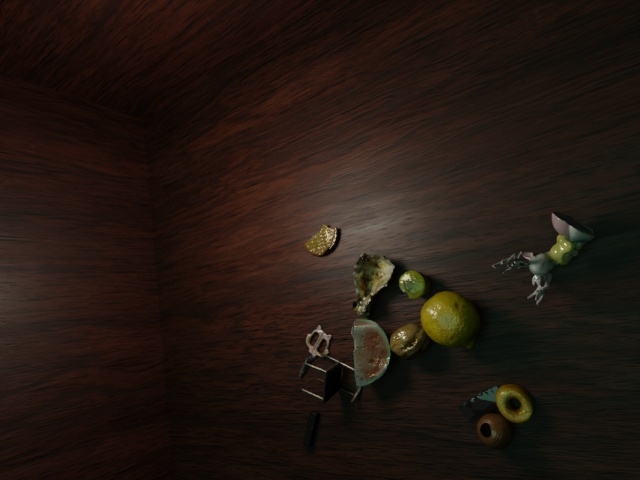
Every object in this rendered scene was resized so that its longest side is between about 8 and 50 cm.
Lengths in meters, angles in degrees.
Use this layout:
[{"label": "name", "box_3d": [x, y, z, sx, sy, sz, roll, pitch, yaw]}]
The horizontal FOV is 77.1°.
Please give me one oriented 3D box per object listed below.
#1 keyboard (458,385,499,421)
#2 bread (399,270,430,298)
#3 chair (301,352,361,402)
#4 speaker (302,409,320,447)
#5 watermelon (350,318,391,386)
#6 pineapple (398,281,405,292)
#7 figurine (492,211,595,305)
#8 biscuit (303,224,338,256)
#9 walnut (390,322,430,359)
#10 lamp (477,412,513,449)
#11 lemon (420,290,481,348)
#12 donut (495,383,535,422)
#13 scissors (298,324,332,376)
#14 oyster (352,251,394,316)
[{"label": "keyboard", "box_3d": [0.685, 0.692, 1.700, 0.196, 0.015, 0.074, -43, 69, 25]}, {"label": "bread", "box_3d": [0.440, 0.199, 1.841, 0.111, 0.114, 0.129, -36, 67, 26]}, {"label": "chair", "box_3d": [0.058, 0.705, 2.028, 0.272, 0.166, 0.188, 10, 103, 32]}, {"label": "speaker", "box_3d": [-0.050, 1.015, 2.164, 0.046, 0.040, 0.191, 16, 96, 36]}, {"label": "watermelon", "box_3d": [0.225, 0.537, 1.924, 0.224, 0.180, 0.305, 4, 98, 61]}, {"label": "pineapple", "box_3d": [0.397, 0.208, 1.930, 0.045, 0.019, 0.083, 11, 92, 29]}, {"label": "figurine", "box_3d": [0.831, 0.058, 1.502, 0.206, 0.284, 0.315, 41, 120, 31]}, {"label": "biscuit", "box_3d": [0.001, 0.000, 2.209, 0.229, 0.031, 0.176, 0, 86, 36]}, {"label": "walnut", "box_3d": [0.410, 0.454, 1.826, 0.184, 0.155, 0.155, -43, 64, 25]}, {"label": "lamp", "box_3d": [0.701, 0.766, 1.613, 0.136, 0.136, 0.136, -3, 85, 34]}, {"label": "lemon", "box_3d": [0.553, 0.337, 1.690, 0.254, 0.228, 0.228, 34, 106, 24]}, {"label": "donut", "box_3d": [0.776, 0.655, 1.606, 0.152, 0.058, 0.151, -3, 84, 26]}, {"label": "scissors", "box_3d": [-0.045, 0.619, 2.199, 0.160, 0.024, 0.317, 37, 107, 29]}, {"label": "oyster", "box_3d": [0.247, 0.224, 1.963, 0.198, 0.133, 0.336, 20, 100, 32]}]
